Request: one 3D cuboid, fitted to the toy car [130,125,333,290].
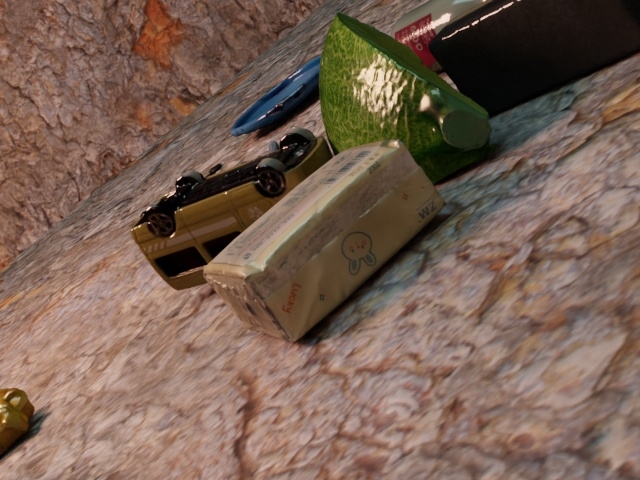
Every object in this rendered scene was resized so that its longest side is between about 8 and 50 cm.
[{"bbox_3d":[-0.088,-0.030,1.451,0.257,0.124,0.101,-18,22,32],"label":"toy car"}]

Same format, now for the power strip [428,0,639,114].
[{"bbox_3d":[0.221,-0.210,1.268,0.257,0.105,0.070,-21,19,51],"label":"power strip"}]

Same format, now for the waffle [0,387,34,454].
[{"bbox_3d":[-0.454,0.277,1.504,0.249,0.056,0.253,-32,12,24],"label":"waffle"}]

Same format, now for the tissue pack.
[{"bbox_3d":[0.000,0.000,1.169,0.196,0.092,0.148,-40,14,-15],"label":"tissue pack"}]

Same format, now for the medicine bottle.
[{"bbox_3d":[0.190,-0.288,1.653,0.217,0.090,0.090,-20,22,51],"label":"medicine bottle"}]

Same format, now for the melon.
[{"bbox_3d":[0.076,-0.139,1.332,0.124,0.196,0.323,-11,14,-9],"label":"melon"}]

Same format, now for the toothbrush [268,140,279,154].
[{"bbox_3d":[-0.075,-0.127,1.962,0.016,0.019,0.219,-41,12,10],"label":"toothbrush"}]

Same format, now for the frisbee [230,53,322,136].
[{"bbox_3d":[-0.060,-0.258,2.314,0.242,0.045,0.242,-35,14,10],"label":"frisbee"}]

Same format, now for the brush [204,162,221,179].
[{"bbox_3d":[-0.198,-0.121,2.289,0.024,0.008,0.083,-26,17,32],"label":"brush"}]
